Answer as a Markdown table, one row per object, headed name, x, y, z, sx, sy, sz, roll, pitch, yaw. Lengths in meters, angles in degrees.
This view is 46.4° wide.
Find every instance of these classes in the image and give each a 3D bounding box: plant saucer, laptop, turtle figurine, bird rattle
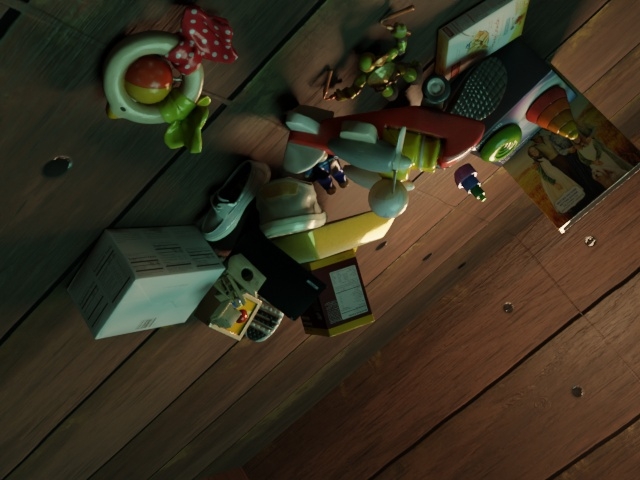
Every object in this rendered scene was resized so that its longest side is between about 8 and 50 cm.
| name | x | y | z | sx | sy | sz | roll | pitch | yaw |
| --- | --- | --- | --- | --- | --- | --- | --- | --- | --- |
| plant saucer | 0.000 | 0.000 | 1.964 | 0.332 | 0.081 | 0.332 | -19 | -177 | -39 |
| laptop | -0.116 | 0.079 | 1.879 | 0.137 | 0.234 | 0.264 | -51 | -177 | 3 |
| turtle figurine | 0.145 | -0.374 | 1.615 | 0.269 | 0.087 | 0.217 | -45 | 157 | 22 |
| bird rattle | -0.247 | -0.264 | 1.214 | 0.206 | 0.143 | 0.254 | -4 | 142 | -26 |

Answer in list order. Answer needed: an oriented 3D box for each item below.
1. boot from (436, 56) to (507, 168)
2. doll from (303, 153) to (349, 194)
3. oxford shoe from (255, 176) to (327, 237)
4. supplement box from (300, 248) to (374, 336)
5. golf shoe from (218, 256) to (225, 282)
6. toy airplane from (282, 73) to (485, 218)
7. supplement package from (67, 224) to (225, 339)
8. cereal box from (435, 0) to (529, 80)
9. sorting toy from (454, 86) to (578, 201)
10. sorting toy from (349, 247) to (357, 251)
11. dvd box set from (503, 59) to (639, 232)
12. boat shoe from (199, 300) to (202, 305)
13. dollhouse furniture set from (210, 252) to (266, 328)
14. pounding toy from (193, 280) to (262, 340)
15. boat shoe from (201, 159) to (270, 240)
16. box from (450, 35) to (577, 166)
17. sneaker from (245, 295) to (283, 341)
| name | x | y | z | sx | sy | sz | roll | pitch | yaw |
| --- | --- | --- | --- | --- | --- | --- | --- | --- | --- |
| boot | 0.292 | -0.321 | 1.846 | 0.338 | 0.222 | 0.118 | -49 | 120 | -15 |
| doll | 0.020 | -0.184 | 1.873 | 0.129 | 0.046 | 0.189 | -28 | 153 | 5 |
| oxford shoe | -0.074 | -0.080 | 1.745 | 0.169 | 0.130 | 0.449 | -13 | -179 | 0 |
| supplement box | 0.022 | 0.137 | 1.953 | 0.129 | 0.194 | 0.191 | -17 | -178 | -21 |
| golf shoe | -0.272 | 0.083 | 1.930 | 0.069 | 0.086 | 0.176 | -39 | 160 | 2 |
| toy airplane | 0.106 | -0.178 | 1.585 | 0.386 | 0.273 | 0.384 | -5 | 175 | -39 |
| supplement package | -0.389 | 0.087 | 1.677 | 0.261 | 0.145 | 0.204 | -4 | 141 | -53 |
| cereal box | 0.383 | -0.495 | 1.779 | 0.240 | 0.047 | 0.173 | -34 | 159 | -7 |
| sorting toy | 0.519 | -0.230 | 1.935 | 0.365 | 0.126 | 0.127 | -40 | 157 | 11 |
| sorting toy | 0.049 | 0.048 | 2.391 | 0.274 | 0.046 | 0.132 | -14 | 149 | -45 |
| dvd box set | 0.678 | -0.277 | 2.162 | 0.307 | 0.420 | 0.062 | -41 | 155 | 15 |
| boat shoe | -0.275 | 0.193 | 2.192 | 0.233 | 0.084 | 0.079 | 28 | 78 | -59 |
| dollhouse furniture set | -0.249 | 0.130 | 1.775 | 0.182 | 0.101 | 0.161 | -21 | -152 | 52 |
| pounding toy | -0.216 | 0.166 | 2.081 | 0.181 | 0.094 | 0.206 | 34 | 85 | -44 |
| boat shoe | -0.208 | -0.095 | 1.686 | 0.227 | 0.079 | 0.081 | -49 | 149 | 15 |
| box | 0.499 | -0.374 | 2.025 | 0.296 | 0.183 | 0.294 | -45 | 155 | 21 |
| sneaker | -0.131 | 0.169 | 2.219 | 0.292 | 0.110 | 0.118 | -62 | 168 | 9 |
